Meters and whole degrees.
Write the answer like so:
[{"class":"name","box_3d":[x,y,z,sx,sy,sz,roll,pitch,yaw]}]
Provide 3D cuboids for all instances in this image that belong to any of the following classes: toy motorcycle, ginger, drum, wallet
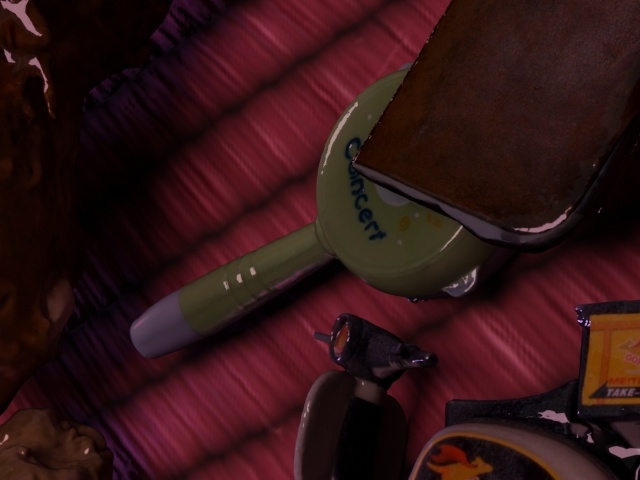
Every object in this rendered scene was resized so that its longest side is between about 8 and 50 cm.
[{"class":"toy motorcycle","box_3d":[0.062,0.107,0.864,0.263,0.091,0.157,-6,65,39]},{"class":"ginger","box_3d":[-0.212,0.203,1.064,0.263,0.109,0.116,-42,80,26]},{"class":"drum","box_3d":[0.008,0.016,0.961,0.253,0.049,0.130,-44,53,22]},{"class":"ginger","box_3d":[-0.179,-0.095,1.058,0.254,0.176,0.418,-4,78,12]},{"class":"wallet","box_3d":[0.125,-0.115,0.869,0.137,0.031,0.255,28,85,36]}]
